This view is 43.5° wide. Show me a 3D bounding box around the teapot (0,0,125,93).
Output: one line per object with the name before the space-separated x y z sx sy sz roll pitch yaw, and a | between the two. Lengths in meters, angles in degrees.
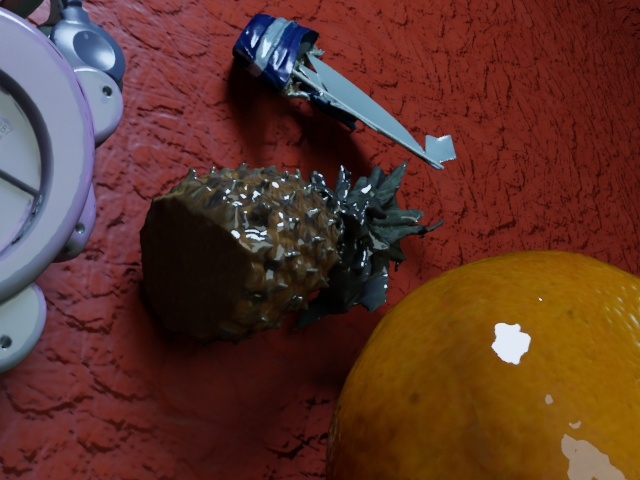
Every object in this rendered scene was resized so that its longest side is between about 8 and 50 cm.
teapot | -0.218 -0.151 0.693 0.111 0.108 0.149 21 50 -38

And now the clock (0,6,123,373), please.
clock | -0.261 -0.050 0.545 0.227 0.090 0.248 33 62 -26

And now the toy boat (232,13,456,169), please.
toy boat | 0.019 -0.171 0.928 0.291 0.070 0.210 41 28 15

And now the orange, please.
orange | 0.202 0.213 0.701 0.423 0.326 0.424 17 43 -16

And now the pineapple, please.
pineapple | 0.002 0.002 0.782 0.364 0.165 0.166 -8 69 -51
